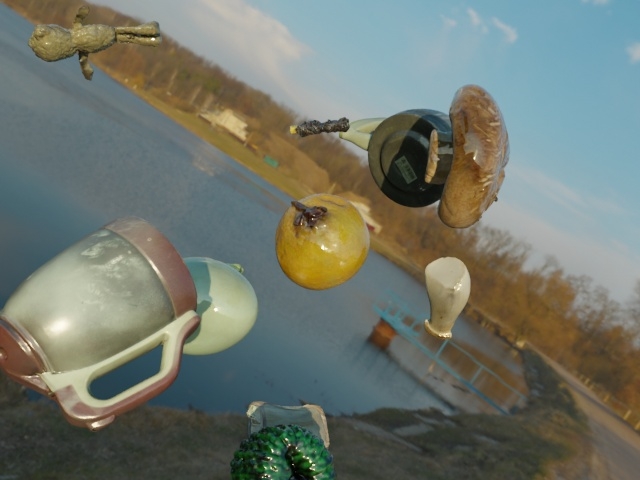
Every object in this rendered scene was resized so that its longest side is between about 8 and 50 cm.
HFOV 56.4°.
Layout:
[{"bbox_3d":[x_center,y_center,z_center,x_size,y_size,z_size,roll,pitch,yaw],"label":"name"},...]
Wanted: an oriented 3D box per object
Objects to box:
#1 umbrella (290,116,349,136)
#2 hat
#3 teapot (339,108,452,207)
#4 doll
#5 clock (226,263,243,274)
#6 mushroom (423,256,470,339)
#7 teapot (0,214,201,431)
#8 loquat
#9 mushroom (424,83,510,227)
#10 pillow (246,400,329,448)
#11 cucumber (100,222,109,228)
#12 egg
[{"bbox_3d":[-0.003,-0.267,1.406,0.144,0.037,0.040,-3,-21,18],"label":"umbrella"},{"bbox_3d":[-0.127,0.580,1.402,0.242,0.274,0.332,23,-29,-22],"label":"hat"},{"bbox_3d":[0.244,-0.224,1.554,0.322,0.239,0.239,-4,17,40],"label":"teapot"},{"bbox_3d":[-0.541,-0.493,1.433,0.202,0.286,0.091,53,17,-78],"label":"doll"},{"bbox_3d":[-0.306,0.200,2.042,0.069,0.231,0.170,4,-11,-3],"label":"clock"},{"bbox_3d":[0.326,0.153,1.535,0.116,0.225,0.093,12,37,29],"label":"mushroom"},{"bbox_3d":[-0.377,0.152,1.025,0.315,0.312,0.233,41,-38,16],"label":"teapot"},{"bbox_3d":[0.000,0.000,1.385,0.244,0.243,0.244,33,3,-2],"label":"loquat"},{"bbox_3d":[0.273,-0.168,1.101,0.156,0.285,0.151,6,-6,13],"label":"mushroom"},{"bbox_3d":[-0.085,0.489,1.567,0.233,0.038,0.130,10,50,-24],"label":"pillow"},{"bbox_3d":[-0.545,0.051,1.593,0.067,0.067,0.245,29,25,-45],"label":"cucumber"},{"bbox_3d":[-0.350,0.182,1.675,0.389,0.275,0.276,-1,-16,32],"label":"egg"}]
